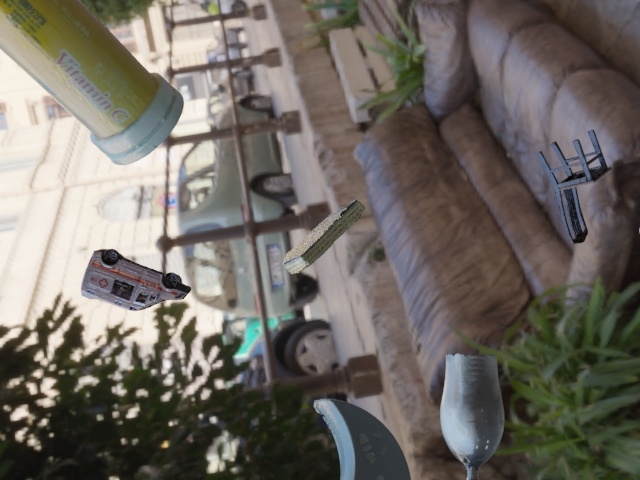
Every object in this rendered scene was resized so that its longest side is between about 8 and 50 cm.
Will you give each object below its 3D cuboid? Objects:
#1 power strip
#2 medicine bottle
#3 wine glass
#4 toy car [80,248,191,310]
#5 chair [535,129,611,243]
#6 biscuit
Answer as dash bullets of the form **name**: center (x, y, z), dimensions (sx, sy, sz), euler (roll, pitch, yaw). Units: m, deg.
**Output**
- **power strip**: center (0.033, 0.339, 0.999), dimensions (0.054, 0.168, 0.253), euler (126, 164, -57)
- **medicine bottle**: center (-0.188, -0.146, 0.523), dimensions (0.218, 0.074, 0.074), euler (47, -161, -38)
- **wine glass**: center (0.235, 0.287, 1.201), dimensions (0.103, 0.103, 0.222), euler (98, 174, -79)
- **toy car**: center (-0.368, 0.092, 1.561), dimensions (0.089, 0.210, 0.108), euler (135, 155, -81)
- **chair**: center (0.524, -0.101, 1.557), dimensions (0.101, 0.084, 0.212), euler (-16, 100, 49)
- **biscuit**: center (0.000, 0.000, 1.925), dimensions (0.052, 0.252, 0.150), euler (52, 143, -7)
